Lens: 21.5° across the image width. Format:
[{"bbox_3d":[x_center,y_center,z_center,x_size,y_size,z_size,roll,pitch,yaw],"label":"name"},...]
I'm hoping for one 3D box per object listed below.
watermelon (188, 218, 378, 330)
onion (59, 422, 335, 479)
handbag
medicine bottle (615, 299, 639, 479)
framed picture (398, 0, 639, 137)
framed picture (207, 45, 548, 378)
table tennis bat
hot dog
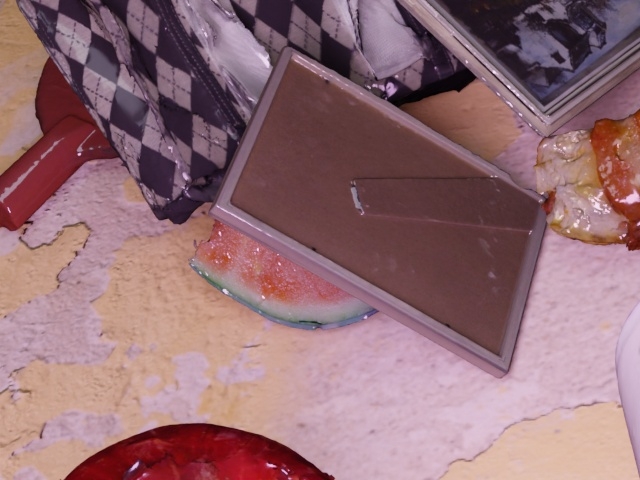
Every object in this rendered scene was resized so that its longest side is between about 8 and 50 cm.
[{"bbox_3d":[0.014,0.016,1.547,0.231,0.128,0.146,-32,67,21],"label":"watermelon"},{"bbox_3d":[-0.082,0.268,1.215,0.276,0.276,0.276,-12,43,11],"label":"onion"},{"bbox_3d":[-0.050,-0.216,1.609,0.416,0.180,0.317,-23,80,-31],"label":"handbag"},{"bbox_3d":[0.333,0.197,1.121,0.219,0.219,0.388,-13,42,9],"label":"medicine bottle"},{"bbox_3d":[0.214,-0.237,1.617,0.232,0.019,0.296,45,49,11],"label":"framed picture"},{"bbox_3d":[0.062,-0.031,1.476,0.289,0.020,0.211,29,50,-10],"label":"framed picture"},{"bbox_3d":[-0.212,-0.163,1.850,0.268,0.051,0.415,23,58,34],"label":"table tennis bat"},{"bbox_3d":[0.296,-0.057,1.496,0.213,0.103,0.146,-16,55,24],"label":"hot dog"}]
